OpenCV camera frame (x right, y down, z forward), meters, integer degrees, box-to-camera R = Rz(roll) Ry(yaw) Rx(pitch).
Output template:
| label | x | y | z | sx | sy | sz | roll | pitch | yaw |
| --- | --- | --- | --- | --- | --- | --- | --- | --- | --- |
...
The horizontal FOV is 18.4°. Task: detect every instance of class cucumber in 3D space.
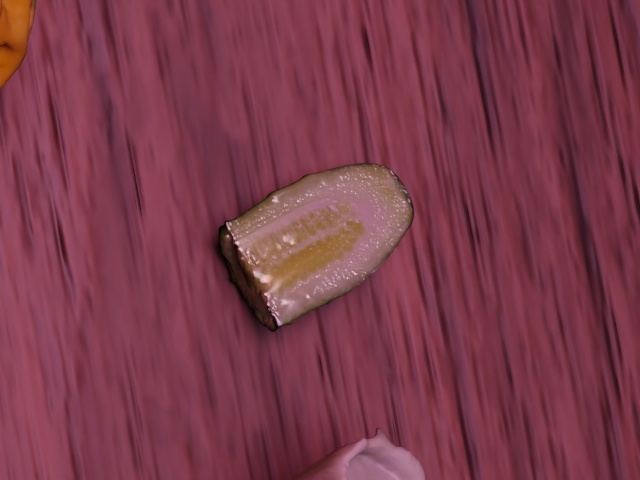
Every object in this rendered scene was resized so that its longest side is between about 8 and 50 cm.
| label | x | y | z | sx | sy | sz | roll | pitch | yaw |
| --- | --- | --- | --- | --- | --- | --- | --- | --- | --- |
| cucumber | 0.000 | 0.000 | 1.055 | 0.107 | 0.035 | 0.067 | -28 | 83 | -25 |

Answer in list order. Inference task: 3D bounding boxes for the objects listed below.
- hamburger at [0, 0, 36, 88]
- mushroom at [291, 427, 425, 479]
| label | x | y | z | sx | sy | sz | roll | pitch | yaw |
| --- | --- | --- | --- | --- | --- | --- | --- | --- | --- |
| hamburger | -0.237 | -0.137 | 0.928 | 0.237 | 0.149 | 0.237 | 2 | 84 | -20 |
| mushroom | -0.003 | 0.209 | 0.996 | 0.236 | 0.173 | 0.162 | 45 | 23 | -47 |
